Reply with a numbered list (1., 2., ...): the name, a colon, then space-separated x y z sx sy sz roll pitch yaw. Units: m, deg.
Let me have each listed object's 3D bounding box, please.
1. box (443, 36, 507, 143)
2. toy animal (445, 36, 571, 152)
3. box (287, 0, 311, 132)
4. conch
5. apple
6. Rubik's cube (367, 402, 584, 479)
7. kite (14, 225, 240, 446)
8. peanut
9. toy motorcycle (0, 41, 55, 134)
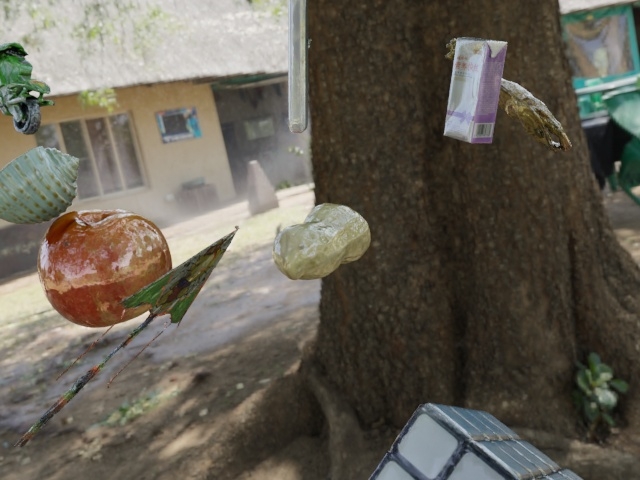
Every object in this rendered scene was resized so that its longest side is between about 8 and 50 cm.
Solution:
1. box: 0.177 -0.173 0.794 0.036 0.117 0.051 -8 21 -33
2. toy animal: 0.327 -0.250 1.193 0.054 0.275 0.149 -49 7 17
3. box: -0.042 -0.350 1.312 0.044 0.284 0.142 1 12 3
4. conch: -0.437 -0.079 1.056 0.102 0.153 0.135 29 -20 6
5. apple: -0.328 0.033 1.051 0.210 0.164 0.209 -9 19 3
6. Rubik's cube: 0.239 0.476 1.013 0.337 0.343 0.344 35 6 30
7. kite: -0.152 0.075 0.566 0.244 0.006 0.198 -46 -8 -12
8. peanut: 0.000 0.000 1.213 0.124 0.123 0.257 -7 6 32
9. toy motorcycle: -0.496 -0.257 1.118 0.074 0.190 0.106 -3 -47 -51
